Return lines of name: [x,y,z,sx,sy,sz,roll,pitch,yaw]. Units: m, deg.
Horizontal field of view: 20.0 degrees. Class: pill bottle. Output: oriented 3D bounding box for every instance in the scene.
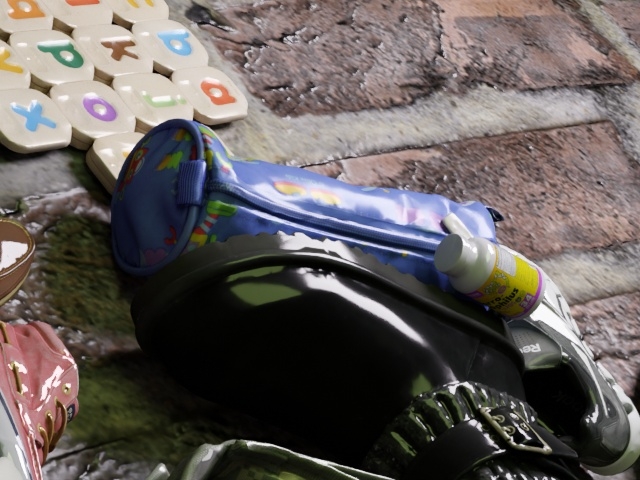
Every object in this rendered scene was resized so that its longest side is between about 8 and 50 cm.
pill bottle: [0.123,0.025,1.325,0.083,0.043,0.043,27,33,-33]

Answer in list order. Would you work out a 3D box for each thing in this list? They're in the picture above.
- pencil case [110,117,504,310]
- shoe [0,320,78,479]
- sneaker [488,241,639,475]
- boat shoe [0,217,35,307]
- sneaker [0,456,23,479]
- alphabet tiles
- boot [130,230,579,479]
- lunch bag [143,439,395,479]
pencil case: [0.000,0.000,1.346,0.306,0.133,0.119,15,66,-31]
shoe: [-0.177,0.113,1.088,0.081,0.063,0.178,4,41,-35]
sneaker: [0.163,0.084,1.433,0.234,0.078,0.106,55,18,22]
boat shoe: [-0.240,0.016,1.150,0.064,0.060,0.178,47,33,14]
sneaker: [-0.299,0.137,0.873,0.350,0.131,0.148,-16,65,-52]
alphabet tiles: [-0.191,-0.142,1.436,0.284,0.021,0.278,50,34,18]
boot: [0.050,0.141,1.215,0.348,0.131,0.260,15,39,-33]
lunch bag: [-0.008,0.245,0.928,0.287,0.235,0.169,38,37,-2]
